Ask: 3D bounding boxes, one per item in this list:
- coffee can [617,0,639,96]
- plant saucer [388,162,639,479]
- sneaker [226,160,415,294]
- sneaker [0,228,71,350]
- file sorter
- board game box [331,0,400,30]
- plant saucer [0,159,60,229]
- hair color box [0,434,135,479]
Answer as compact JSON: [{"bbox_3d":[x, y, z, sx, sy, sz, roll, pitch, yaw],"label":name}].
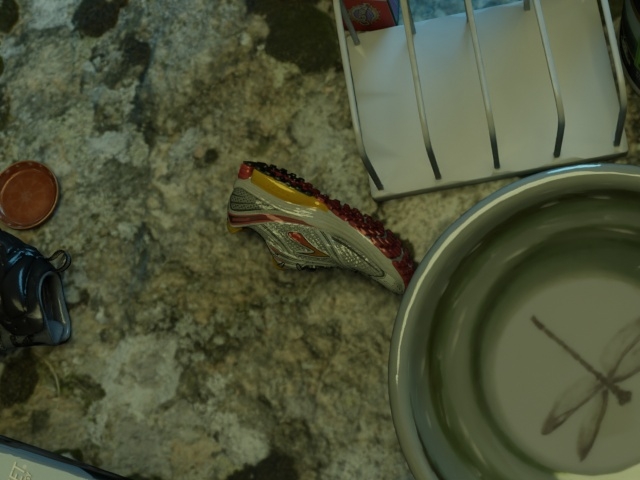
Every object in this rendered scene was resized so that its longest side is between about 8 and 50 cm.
[{"bbox_3d":[0.399,-0.251,1.163,0.201,0.275,0.201,-3,75,10],"label":"coffee can"},{"bbox_3d":[0.265,0.128,1.151,0.400,0.100,0.400,0,90,3],"label":"plant saucer"},{"bbox_3d":[0.000,0.000,1.282,0.225,0.088,0.092,29,102,17],"label":"sneaker"},{"bbox_3d":[-0.366,0.114,1.299,0.153,0.101,0.268,15,79,14],"label":"sneaker"},{"bbox_3d":[0.166,-0.175,1.237,0.278,0.173,0.193,-10,77,7],"label":"file sorter"},{"bbox_3d":[0.046,-0.422,1.294,0.064,0.242,0.316,2,75,13],"label":"board game box"},{"bbox_3d":[-0.341,-0.052,1.385,0.083,0.013,0.083,-3,74,10],"label":"plant saucer"},{"bbox_3d":[-0.247,0.271,1.155,0.374,0.185,0.113,18,79,3],"label":"hair color box"}]
